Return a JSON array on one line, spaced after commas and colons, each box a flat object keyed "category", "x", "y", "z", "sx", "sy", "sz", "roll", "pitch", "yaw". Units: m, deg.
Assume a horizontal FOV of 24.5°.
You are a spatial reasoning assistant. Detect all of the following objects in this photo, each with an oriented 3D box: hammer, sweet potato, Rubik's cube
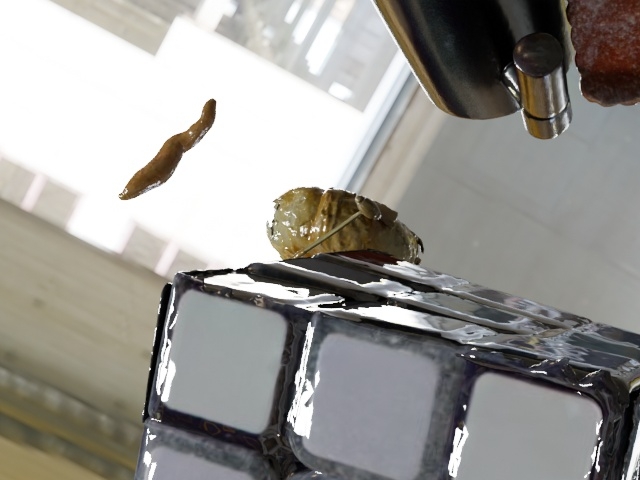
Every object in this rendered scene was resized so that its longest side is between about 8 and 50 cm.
[{"category": "hammer", "x": 0.000, "y": 0.000, "z": 1.295, "sx": 0.029, "sy": 0.123, "sz": 0.014, "roll": 46, "pitch": -155, "yaw": -21}, {"category": "sweet potato", "x": -0.193, "y": -0.113, "z": 1.909, "sx": 0.044, "sy": 0.179, "sz": 0.044, "roll": 46, "pitch": 178, "yaw": 2}, {"category": "Rubik's cube", "x": 0.080, "y": 0.216, "z": 1.132, "sx": 0.362, "sy": 0.363, "sz": 0.359, "roll": 13, "pitch": -172, "yaw": 20}]

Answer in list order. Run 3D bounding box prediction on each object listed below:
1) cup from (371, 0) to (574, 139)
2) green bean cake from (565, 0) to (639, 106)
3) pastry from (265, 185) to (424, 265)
[{"category": "cup", "x": 0.124, "y": -0.184, "z": 1.233, "sx": 0.177, "sy": 0.166, "sz": 0.239, "roll": 61, "pitch": -155, "yaw": -44}, {"category": "green bean cake", "x": 0.276, "y": -0.183, "z": 1.224, "sx": 0.135, "sy": 0.135, "sz": 0.056, "roll": -2, "pitch": -148, "yaw": 24}, {"category": "pastry", "x": 0.022, "y": 0.002, "z": 1.416, "sx": 0.153, "sy": 0.081, "sz": 0.153, "roll": 26, "pitch": 167, "yaw": 7}]
